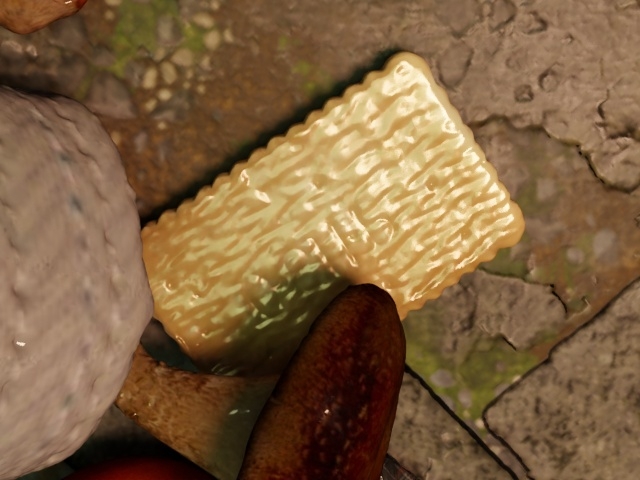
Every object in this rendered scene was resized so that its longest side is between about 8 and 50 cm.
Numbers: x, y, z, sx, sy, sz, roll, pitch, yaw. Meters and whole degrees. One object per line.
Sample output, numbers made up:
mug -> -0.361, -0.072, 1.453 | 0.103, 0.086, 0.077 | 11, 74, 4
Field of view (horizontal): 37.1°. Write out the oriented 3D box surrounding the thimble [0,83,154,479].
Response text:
thimble -> -0.218, 0.024, 0.547 | 0.217, 0.157, 0.246 | 5, 92, 28

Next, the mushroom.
mushroom -> -0.070, 0.119, 0.596 | 0.217, 0.148, 0.227 | 14, 62, 14

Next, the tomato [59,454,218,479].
tomato -> -0.111, 0.233, 0.636 | 0.195, 0.195, 0.136 | 41, 114, -13

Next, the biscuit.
biscuit -> 0.000, 0.000, 0.649 | 0.249, 0.030, 0.160 | -34, 106, 8

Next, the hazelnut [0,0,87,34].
hazelnut -> -0.177, -0.167, 0.572 | 0.086, 0.086, 0.087 | -1, 107, -2

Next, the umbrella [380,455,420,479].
umbrella -> 0.030, 0.169, 0.698 | 0.143, 0.037, 0.040 | 31, 90, -8
